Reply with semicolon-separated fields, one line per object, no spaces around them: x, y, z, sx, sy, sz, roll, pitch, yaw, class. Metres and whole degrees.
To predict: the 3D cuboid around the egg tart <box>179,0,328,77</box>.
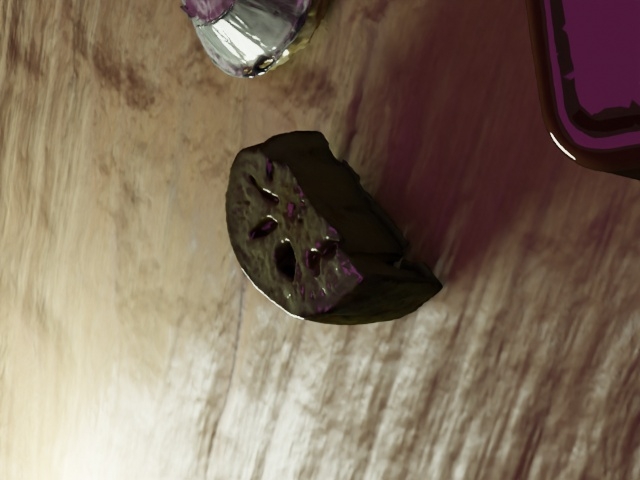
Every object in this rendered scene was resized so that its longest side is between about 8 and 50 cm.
-0.085;-0.288;1.397;0.234;0.094;0.234;2;93;50;egg tart

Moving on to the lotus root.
0.000;0.000;1.301;0.235;0.119;0.138;48;125;34;lotus root

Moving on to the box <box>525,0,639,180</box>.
0.310;-0.164;0.782;0.339;0.229;0.239;-10;83;35;box
